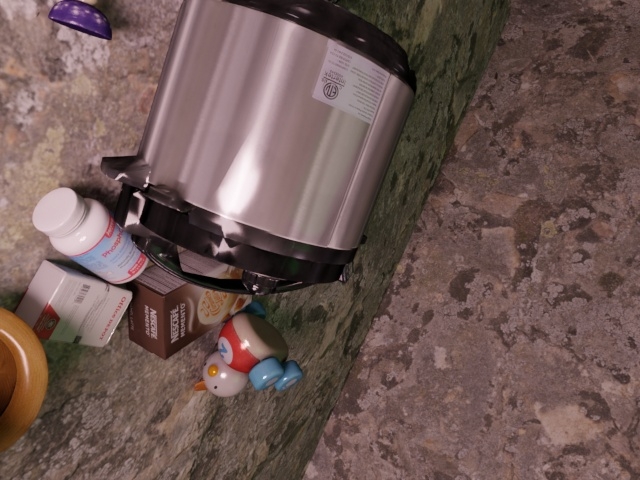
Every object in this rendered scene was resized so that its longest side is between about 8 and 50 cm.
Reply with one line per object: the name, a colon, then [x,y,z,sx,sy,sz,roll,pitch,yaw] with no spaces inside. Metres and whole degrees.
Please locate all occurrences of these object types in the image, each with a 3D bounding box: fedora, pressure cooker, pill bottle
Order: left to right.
fedora: [-0.425,0.169,0.566,0.195,0.194,0.079,-67,-168,-5]
pill bottle: [-0.325,-0.005,0.663,0.087,0.087,0.160,-60,154,-18]
pressure cooker: [-0.088,-0.117,0.702,0.375,0.369,0.421,-29,139,-79]

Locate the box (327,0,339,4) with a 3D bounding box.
box: [-0.089,-0.438,0.533,0.073,0.296,0.293,-33,-176,21]

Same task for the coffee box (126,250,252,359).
coffee box: [-0.243,0.100,0.898,0.246,0.098,0.141,-32,137,-52]

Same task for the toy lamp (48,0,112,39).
toy lamp: [-0.252,-0.383,0.528,0.080,0.080,0.275,-5,113,-63]

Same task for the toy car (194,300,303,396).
toy car: [-0.206,0.286,1.066,0.238,0.219,0.210,-39,154,4]

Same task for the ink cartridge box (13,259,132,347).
ink cartridge box: [-0.368,0.099,0.693,0.099,0.056,0.135,-64,154,-9]

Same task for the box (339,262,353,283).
box: [0.000,0.000,1.222,0.051,0.175,0.221,-50,149,-36]
